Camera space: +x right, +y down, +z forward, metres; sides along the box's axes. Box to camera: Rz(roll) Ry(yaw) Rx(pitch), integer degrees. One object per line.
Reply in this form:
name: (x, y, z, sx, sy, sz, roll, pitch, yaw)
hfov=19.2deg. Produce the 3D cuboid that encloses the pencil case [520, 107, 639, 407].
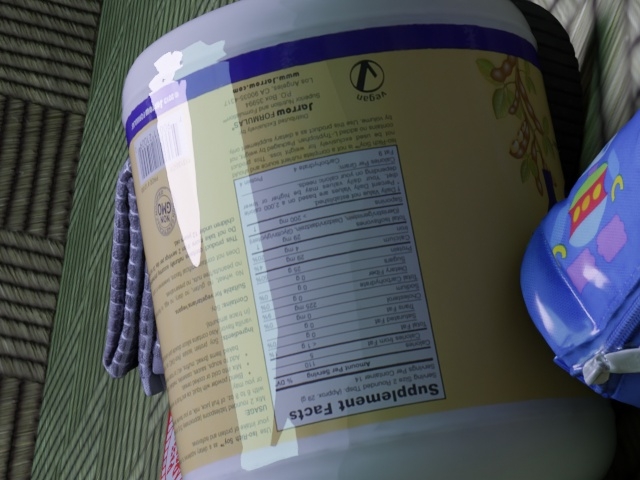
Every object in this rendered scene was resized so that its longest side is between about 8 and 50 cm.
pencil case: (0.194, -0.035, 0.852, 0.133, 0.119, 0.306, -57, -2, -41)

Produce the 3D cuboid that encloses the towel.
towel: (-0.110, -0.010, 1.796, 0.235, 0.121, 0.283, -59, -20, -56)

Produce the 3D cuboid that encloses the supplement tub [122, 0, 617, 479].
supplement tub: (0.030, 0.044, 1.049, 0.241, 0.241, 0.331, 140, 121, -67)

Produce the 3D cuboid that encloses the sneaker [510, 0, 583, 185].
sneaker: (0.079, 0.001, 1.264, 0.146, 0.122, 0.330, -173, 97, -74)

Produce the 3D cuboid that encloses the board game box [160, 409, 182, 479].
board game box: (-0.124, 0.208, 2.016, 0.193, 0.045, 0.146, 122, 157, -53)
